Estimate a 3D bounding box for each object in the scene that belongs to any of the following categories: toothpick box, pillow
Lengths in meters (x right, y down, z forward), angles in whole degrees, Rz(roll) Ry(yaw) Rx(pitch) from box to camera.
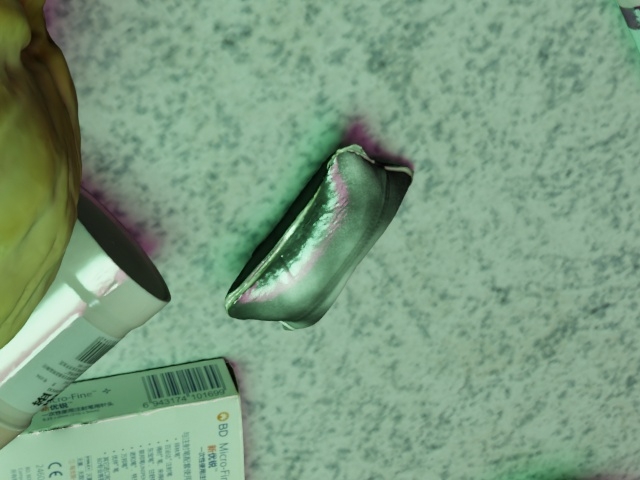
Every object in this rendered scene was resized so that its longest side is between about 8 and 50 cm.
[{"bbox_3d":[-0.174,0.047,0.881,0.149,0.098,0.098,-41,123,6],"label":"toothpick box"},{"bbox_3d":[0.001,0.001,0.943,0.091,0.055,0.135,31,107,-33],"label":"pillow"}]

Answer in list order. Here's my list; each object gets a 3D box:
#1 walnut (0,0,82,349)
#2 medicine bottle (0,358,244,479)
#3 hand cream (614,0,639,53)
[{"bbox_3d":[-0.247,-0.061,0.690,0.285,0.285,0.296,-18,96,-9],"label":"walnut"},{"bbox_3d":[-0.130,0.185,1.004,0.171,0.052,0.201,-10,120,-14],"label":"medicine bottle"},{"bbox_3d":[0.166,-0.216,0.883,0.085,0.058,0.331,-47,129,-10],"label":"hand cream"}]
